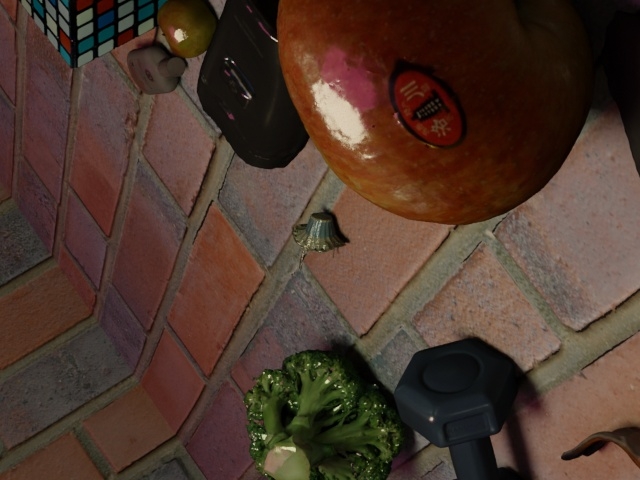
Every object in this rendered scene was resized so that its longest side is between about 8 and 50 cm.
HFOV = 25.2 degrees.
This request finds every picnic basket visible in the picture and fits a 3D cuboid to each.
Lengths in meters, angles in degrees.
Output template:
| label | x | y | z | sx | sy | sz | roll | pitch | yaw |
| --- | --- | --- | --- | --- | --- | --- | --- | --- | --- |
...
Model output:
| label | x | y | z | sx | sy | sz | roll | pitch | yaw |
| --- | --- | --- | --- | --- | --- | --- | --- | --- | --- |
| picnic basket | 0.000 | 0.000 | 2.053 | 0.083 | 0.065 | 0.083 | 27 | 122 | 37 |

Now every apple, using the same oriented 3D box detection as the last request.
| label | x | y | z | sx | sy | sz | roll | pitch | yaw |
| --- | --- | --- | --- | --- | --- | --- | --- | --- | --- |
| apple | 0.115 | -0.169 | 1.305 | 0.250 | 0.277 | 0.309 | -6 | 138 | 36 |
| apple | -0.190 | -0.302 | 2.020 | 0.089 | 0.074 | 0.089 | 48 | 159 | 26 |

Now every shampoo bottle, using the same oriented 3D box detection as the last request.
| label | x | y | z | sx | sy | sz | roll | pitch | yaw |
| --- | --- | --- | --- | --- | --- | --- | --- | --- | --- |
| shampoo bottle | -0.256 | -0.269 | 2.255 | 0.165 | 0.040 | 0.080 | 9 | 126 | 64 |

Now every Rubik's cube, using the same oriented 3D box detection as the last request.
| label | x | y | z | sx | sy | sz | roll | pitch | yaw |
| --- | --- | --- | --- | --- | --- | --- | --- | --- | --- |
| Rubik's cube | -0.329 | -0.393 | 2.049 | 0.184 | 0.182 | 0.187 | 51 | 158 | 16 |

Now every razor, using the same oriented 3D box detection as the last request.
| label | x | y | z | sx | sy | sz | roll | pitch | yaw |
| --- | --- | --- | --- | --- | --- | --- | --- | --- | --- |
| razor | -0.065 | -0.224 | 1.813 | 0.189 | 0.107 | 0.327 | 54 | 157 | 10 |

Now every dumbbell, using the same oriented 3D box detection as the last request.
| label | x | y | z | sx | sy | sz | roll | pitch | yaw |
| --- | --- | --- | --- | --- | --- | --- | --- | --- | --- |
| dumbbell | 0.203 | 0.289 | 1.892 | 0.156 | 0.144 | 0.316 | 31 | 146 | 49 |

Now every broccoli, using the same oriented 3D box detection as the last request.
| label | x | y | z | sx | sy | sz | roll | pitch | yaw |
| --- | --- | --- | --- | --- | --- | --- | --- | --- | --- |
| broccoli | -0.004 | 0.295 | 2.223 | 0.270 | 0.270 | 0.270 | 58 | -158 | -3 |

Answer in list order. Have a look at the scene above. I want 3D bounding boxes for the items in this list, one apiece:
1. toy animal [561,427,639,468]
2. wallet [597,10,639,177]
| label | x | y | z | sx | sy | sz | roll | pitch | yaw |
| --- | --- | --- | --- | --- | --- | --- | --- | --- | --- |
| toy animal | 0.390 | 0.264 | 1.551 | 0.302 | 0.225 | 0.284 | 106 | 150 | -46 |
| wallet | 0.375 | -0.075 | 1.154 | 0.377 | 0.051 | 0.197 | 28 | 143 | 54 |
